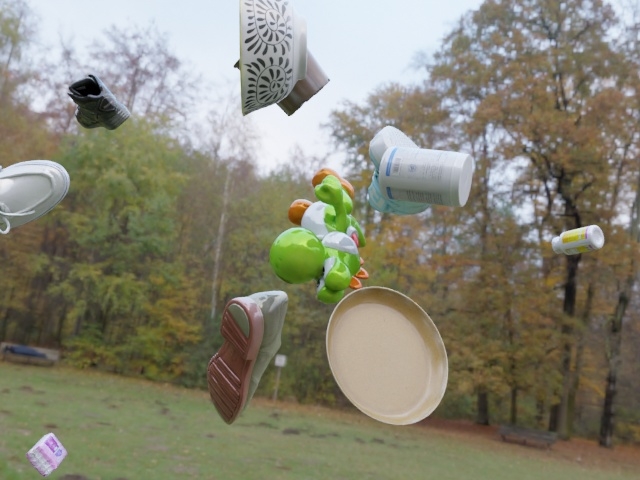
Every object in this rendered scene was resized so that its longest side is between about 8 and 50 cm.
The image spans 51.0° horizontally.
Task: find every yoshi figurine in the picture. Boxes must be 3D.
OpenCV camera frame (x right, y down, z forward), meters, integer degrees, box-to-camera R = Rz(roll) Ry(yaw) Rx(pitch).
[{"bbox_3d":[-0.019,-0.017,1.388,0.202,0.362,0.204,-14,-58,6],"label":"yoshi figurine"}]

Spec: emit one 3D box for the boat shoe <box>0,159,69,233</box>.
[{"bbox_3d":[-0.714,-0.072,1.407,0.367,0.136,0.156,-20,13,-13],"label":"boat shoe"}]

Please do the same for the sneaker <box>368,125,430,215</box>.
[{"bbox_3d":[0.153,-0.105,1.300,0.150,0.135,0.366,-40,-22,15],"label":"sneaker"}]

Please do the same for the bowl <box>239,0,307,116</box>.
[{"bbox_3d":[-0.057,-0.238,0.823,0.080,0.170,0.170,-1,-11,-3],"label":"bowl"}]

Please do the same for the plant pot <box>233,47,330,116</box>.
[{"bbox_3d":[-0.077,-0.375,1.481,0.165,0.167,0.167,49,-22,-10],"label":"plant pot"}]

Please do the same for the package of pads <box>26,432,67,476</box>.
[{"bbox_3d":[-0.455,0.356,1.117,0.050,0.032,0.083,55,-7,-4],"label":"package of pads"}]

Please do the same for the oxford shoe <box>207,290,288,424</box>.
[{"bbox_3d":[-0.160,0.280,1.560,0.146,0.397,0.140,-18,52,-40],"label":"oxford shoe"}]

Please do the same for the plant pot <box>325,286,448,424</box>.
[{"bbox_3d":[0.108,0.192,1.120,0.236,0.236,0.032,14,-31,-23],"label":"plant pot"}]

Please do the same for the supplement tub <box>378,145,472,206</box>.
[{"bbox_3d":[0.135,-0.082,0.863,0.107,0.071,0.071,10,-10,23],"label":"supplement tub"}]

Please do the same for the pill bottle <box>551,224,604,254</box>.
[{"bbox_3d":[0.458,0.001,1.196,0.043,0.043,0.083,17,-20,-33],"label":"pill bottle"}]

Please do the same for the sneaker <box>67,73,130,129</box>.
[{"bbox_3d":[-0.546,-0.332,1.593,0.227,0.087,0.130,17,-33,53],"label":"sneaker"}]
